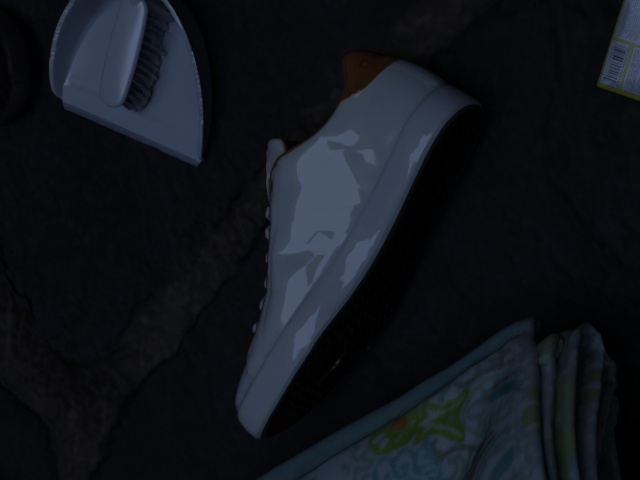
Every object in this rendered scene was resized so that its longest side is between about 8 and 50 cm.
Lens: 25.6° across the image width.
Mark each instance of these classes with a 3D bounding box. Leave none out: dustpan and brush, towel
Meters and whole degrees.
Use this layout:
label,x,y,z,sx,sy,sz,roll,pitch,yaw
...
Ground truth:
label,x,y,z,sx,sy,sz,roll,pitch,yaw
dustpan and brush,-0.136,-0.170,1.046,0.147,0.060,0.211,24,112,21
towel,0.030,0.239,0.844,0.090,0.320,0.374,40,121,-22

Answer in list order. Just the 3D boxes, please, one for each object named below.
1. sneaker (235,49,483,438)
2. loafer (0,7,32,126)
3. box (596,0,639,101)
label,x,y,z,sx,sy,sz,roll,pitch,yaw
sneaker,0.000,0.000,1.000,0.123,0.106,0.290,35,106,24
loafer,-0.415,-0.157,1.156,0.366,0.130,0.133,4,103,27
box,0.271,-0.116,0.857,0.179,0.043,0.105,24,111,24
